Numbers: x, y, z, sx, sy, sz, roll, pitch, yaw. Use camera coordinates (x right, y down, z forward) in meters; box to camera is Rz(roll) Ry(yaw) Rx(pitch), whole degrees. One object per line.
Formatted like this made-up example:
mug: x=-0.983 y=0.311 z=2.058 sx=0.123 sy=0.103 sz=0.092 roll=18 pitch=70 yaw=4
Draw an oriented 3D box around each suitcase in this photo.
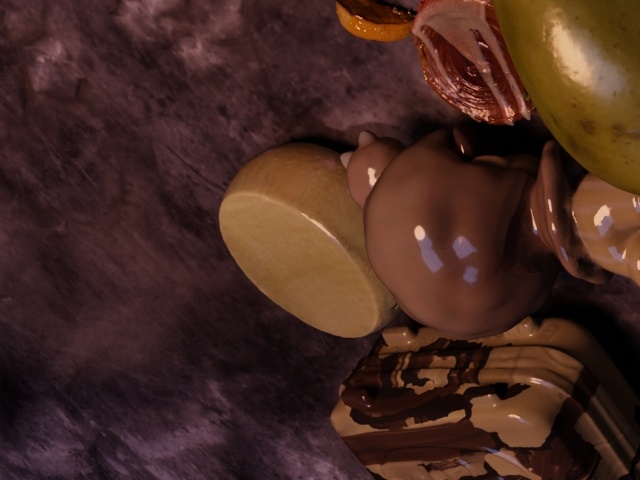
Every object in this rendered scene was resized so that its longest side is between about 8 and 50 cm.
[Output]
suitcase: x=0.225 y=0.240 z=1.710 sx=0.352 sy=0.194 sz=0.339 roll=-8 pitch=130 yaw=46

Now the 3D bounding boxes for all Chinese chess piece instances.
Chinese chess piece: x=0.000 y=0.000 z=1.696 sx=0.250 sy=0.101 sz=0.250 roll=30 pitch=150 yaw=19

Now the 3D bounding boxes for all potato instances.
potato: x=0.262 y=-0.176 z=1.216 sx=0.216 sy=0.216 sz=0.304 roll=-9 pitch=112 yaw=46

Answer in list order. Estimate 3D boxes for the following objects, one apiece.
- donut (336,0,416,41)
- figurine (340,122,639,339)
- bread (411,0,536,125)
donut: x=0.054 y=-0.231 z=1.489 sx=0.083 sy=0.067 sz=0.038 roll=4 pitch=133 yaw=-6
figurine: x=0.196 y=-0.009 z=1.451 sx=0.381 sy=0.203 sz=0.248 roll=-3 pitch=131 yaw=43
bread: x=0.166 y=-0.192 z=1.396 sx=0.160 sy=0.073 sz=0.160 roll=26 pitch=145 yaw=20
